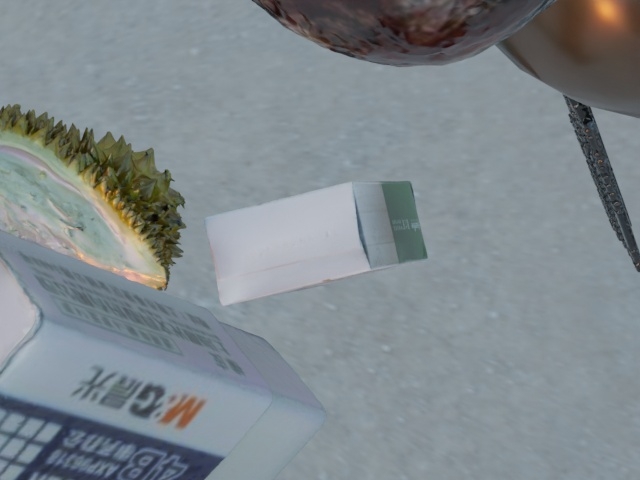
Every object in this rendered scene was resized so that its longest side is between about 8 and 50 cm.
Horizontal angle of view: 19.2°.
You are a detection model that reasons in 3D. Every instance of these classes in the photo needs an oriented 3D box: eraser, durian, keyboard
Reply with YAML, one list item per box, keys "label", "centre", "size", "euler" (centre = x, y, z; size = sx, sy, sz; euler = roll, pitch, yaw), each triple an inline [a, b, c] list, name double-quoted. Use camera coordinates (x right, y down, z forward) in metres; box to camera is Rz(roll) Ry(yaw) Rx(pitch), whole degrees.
- label: "eraser"
  centre: [-0.124, 0.091, 1.055]
  size: [0.130, 0.086, 0.287]
  euler: [-50, 147, 8]
- label: "durian"
  centre: [-0.231, -0.025, 1.561]
  size: [0.249, 0.183, 0.138]
  euler: [19, 49, -1]
- label: "keyboard"
  centre: [0.207, -0.049, 1.382]
  size: [0.018, 0.060, 0.195]
  euler: [-22, 140, 8]

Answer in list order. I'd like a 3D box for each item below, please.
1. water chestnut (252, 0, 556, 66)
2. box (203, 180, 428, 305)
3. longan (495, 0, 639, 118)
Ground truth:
- label: "water chestnut"
  centre: [0.032, -0.185, 0.732]
  size: [0.238, 0.223, 0.224]
  euler: [21, 87, -34]
- label: "box"
  centre: [0.000, 0.000, 1.611]
  size: [0.135, 0.199, 0.081]
  euler: [-13, 90, 17]
- label: "longan"
  centre: [0.254, -0.242, 1.115]
  size: [0.404, 0.404, 0.336]
  euler: [-38, 137, -10]
